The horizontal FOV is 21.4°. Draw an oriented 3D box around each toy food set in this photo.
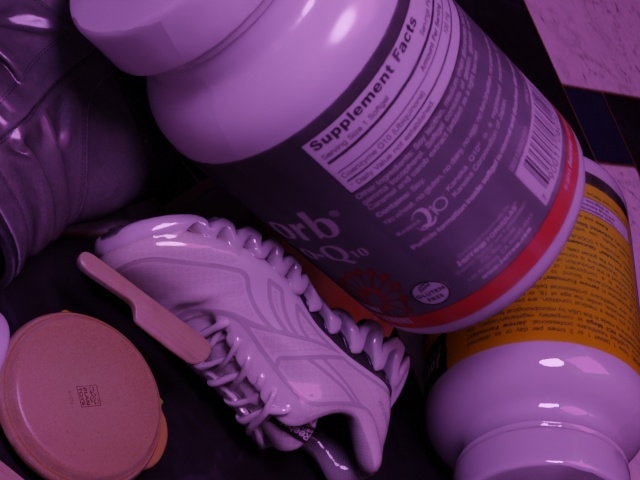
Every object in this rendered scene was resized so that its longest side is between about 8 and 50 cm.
[{"bbox_3d":[-0.158,0.111,1.106,0.132,0.038,0.192,41,48,-17],"label":"toy food set"}]

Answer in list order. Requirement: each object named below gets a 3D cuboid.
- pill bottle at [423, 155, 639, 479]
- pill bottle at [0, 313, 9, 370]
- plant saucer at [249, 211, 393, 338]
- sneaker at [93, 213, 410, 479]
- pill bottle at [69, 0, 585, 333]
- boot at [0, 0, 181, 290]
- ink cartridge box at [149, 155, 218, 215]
[{"bbox_3d":[0.181,0.094,1.441,0.188,0.188,0.334,37,37,-31],"label":"pill bottle"},{"bbox_3d":[-0.277,0.033,0.931,0.193,0.108,0.108,40,36,-27],"label":"pill bottle"},{"bbox_3d":[0.000,0.000,1.383,0.200,0.037,0.200,36,44,-46],"label":"plant saucer"},{"bbox_3d":[-0.045,0.080,1.228,0.292,0.110,0.118,35,48,-33],"label":"sneaker"},{"bbox_3d":[0.010,-0.106,1.190,0.363,0.210,0.210,40,36,-36],"label":"pill bottle"},{"bbox_3d":[-0.237,-0.146,1.132,0.338,0.118,0.223,58,34,0],"label":"boot"},{"bbox_3d":[-0.107,-0.157,1.349,0.193,0.088,0.234,53,33,-11],"label":"ink cartridge box"}]
